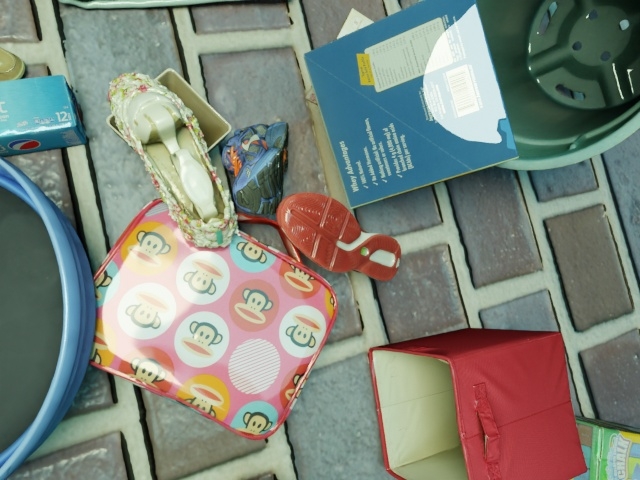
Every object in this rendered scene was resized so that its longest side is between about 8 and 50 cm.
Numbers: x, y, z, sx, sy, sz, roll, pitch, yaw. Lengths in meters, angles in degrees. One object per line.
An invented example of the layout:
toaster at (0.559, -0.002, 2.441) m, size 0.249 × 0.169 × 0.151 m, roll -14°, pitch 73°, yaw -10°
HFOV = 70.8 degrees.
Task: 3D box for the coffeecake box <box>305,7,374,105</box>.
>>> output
coffeecake box at (0.091, -0.251, 0.723) m, size 0.185 × 0.068 × 0.142 m, roll 27°, pitch 76°, yaw -11°

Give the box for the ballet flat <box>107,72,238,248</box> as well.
ballet flat at (-0.163, -0.102, 0.514) m, size 0.091 × 0.077 × 0.241 m, roll -32°, pitch 89°, yaw -19°

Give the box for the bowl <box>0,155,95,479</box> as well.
bowl at (-0.424, 0.084, 0.460) m, size 0.390 × 0.077 × 0.392 m, roll 0°, pitch 81°, yaw 3°

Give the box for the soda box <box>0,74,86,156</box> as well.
soda box at (-0.415, -0.145, 0.556) m, size 0.210 × 0.067 × 0.071 m, roll -14°, pitch 86°, yaw -18°

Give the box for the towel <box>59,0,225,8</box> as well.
towel at (-0.220, -0.510, 0.660) m, size 0.374 × 0.090 × 0.321 m, roll -12°, pitch 83°, yaw -18°

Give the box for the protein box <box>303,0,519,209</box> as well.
protein box at (0.116, -0.168, 0.575) m, size 0.201 × 0.136 × 0.200 m, roll -16°, pitch 95°, yaw 20°

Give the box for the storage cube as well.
storage cube at (0.204, 0.226, 0.620) m, size 0.193 × 0.215 × 0.184 m, roll -5°, pitch 83°, yaw -24°

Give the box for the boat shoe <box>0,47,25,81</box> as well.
boat shoe at (-0.461, -0.242, 0.566) m, size 0.152 × 0.048 × 0.056 m, roll 19°, pitch 78°, yaw -13°

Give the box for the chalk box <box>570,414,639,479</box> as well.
chalk box at (0.425, 0.351, 0.707) m, size 0.212 × 0.132 × 0.132 m, roll 14°, pitch 79°, yaw -13°

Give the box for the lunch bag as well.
lunch bag at (-0.131, 0.080, 0.582) m, size 0.293 × 0.120 × 0.258 m, roll 32°, pitch 74°, yaw -10°

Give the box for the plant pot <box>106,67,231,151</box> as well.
plant pot at (-0.200, -0.139, 0.605) m, size 0.109 × 0.096 × 0.109 m, roll 44°, pitch 73°, yaw -8°

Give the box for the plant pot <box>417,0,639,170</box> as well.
plant pot at (0.369, -0.304, 0.663) m, size 0.334 × 0.341 × 0.341 m, roll -24°, pitch 90°, yaw -42°

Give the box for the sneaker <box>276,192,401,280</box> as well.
sneaker at (0.000, 0.000, 0.618) m, size 0.221 × 0.128 × 0.087 m, roll 30°, pitch 75°, yaw -40°

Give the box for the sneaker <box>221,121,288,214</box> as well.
sneaker at (-0.091, -0.098, 0.600) m, size 0.087 × 0.221 × 0.083 m, roll 2°, pitch 118°, yaw 0°
